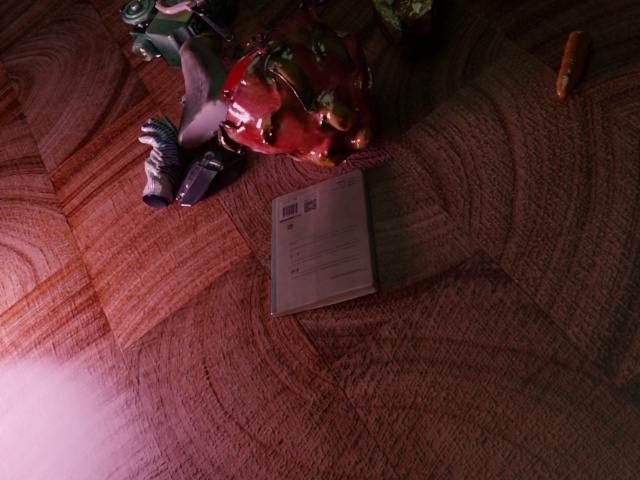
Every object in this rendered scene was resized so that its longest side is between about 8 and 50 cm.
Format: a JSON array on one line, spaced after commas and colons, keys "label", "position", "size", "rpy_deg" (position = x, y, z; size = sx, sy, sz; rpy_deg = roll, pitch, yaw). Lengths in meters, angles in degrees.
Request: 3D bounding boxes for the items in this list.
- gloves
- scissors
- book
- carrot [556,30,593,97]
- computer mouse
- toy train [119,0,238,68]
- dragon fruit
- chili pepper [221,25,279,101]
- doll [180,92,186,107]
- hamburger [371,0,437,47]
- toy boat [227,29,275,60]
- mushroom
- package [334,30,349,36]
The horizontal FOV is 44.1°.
[{"label": "gloves", "position": [-0.356, -0.182, 1.778], "size": [0.097, 0.119, 0.229], "rpy_deg": [-4, 69, -6]}, {"label": "scissors", "position": [-0.297, -0.567, 1.905], "size": [0.160, 0.024, 0.317], "rpy_deg": [-36, 62, -10]}, {"label": "book", "position": [0.000, 0.000, 1.497], "size": [0.215, 0.025, 0.282], "rpy_deg": [-16, 51, 20]}, {"label": "carrot", "position": [0.464, -0.318, 1.450], "size": [0.048, 0.048, 0.139], "rpy_deg": [6, 64, 32]}, {"label": "computer mouse", "position": [-0.242, -0.152, 1.715], "size": [0.192, 0.062, 0.106], "rpy_deg": [-41, 48, -4]}, {"label": "toy train", "position": [-0.359, -0.584, 2.021], "size": [0.238, 0.167, 0.299], "rpy_deg": [14, 67, 29]}, {"label": "dragon fruit", "position": [-0.007, -0.265, 1.522], "size": [0.263, 0.314, 0.296], "rpy_deg": [36, 41, 2]}, {"label": "chili pepper", "position": [-0.103, -0.379, 1.702], "size": [0.253, 0.136, 0.144], "rpy_deg": [-34, 23, -16]}, {"label": "doll", "position": [-0.312, -0.311, 1.888], "size": [0.037, 0.027, 0.125], "rpy_deg": [-20, 50, 8]}, {"label": "hamburger", "position": [0.175, -0.513, 1.675], "size": [0.144, 0.156, 0.283], "rpy_deg": [0, 62, 6]}, {"label": "toy boat", "position": [-0.132, -0.450, 1.851], "size": [0.185, 0.089, 0.071], "rpy_deg": [-15, 34, 7]}, {"label": "mushroom", "position": [-0.275, -0.363, 1.838], "size": [0.159, 0.122, 0.328], "rpy_deg": [-14, 51, -2]}, {"label": "package", "position": [0.016, -0.477, 1.829], "size": [0.110, 0.015, 0.037], "rpy_deg": [21, 65, 36]}]
